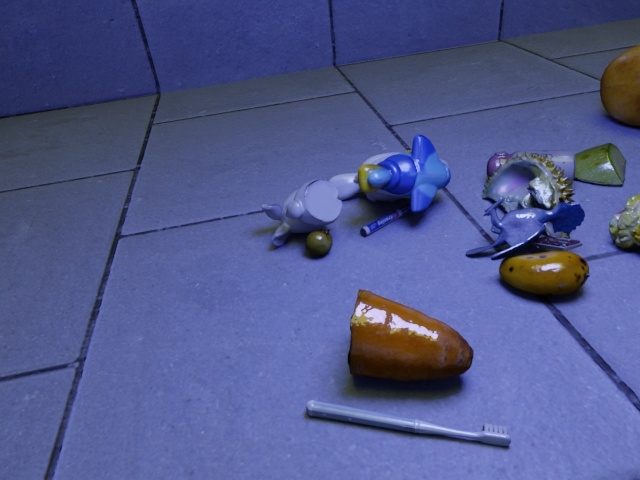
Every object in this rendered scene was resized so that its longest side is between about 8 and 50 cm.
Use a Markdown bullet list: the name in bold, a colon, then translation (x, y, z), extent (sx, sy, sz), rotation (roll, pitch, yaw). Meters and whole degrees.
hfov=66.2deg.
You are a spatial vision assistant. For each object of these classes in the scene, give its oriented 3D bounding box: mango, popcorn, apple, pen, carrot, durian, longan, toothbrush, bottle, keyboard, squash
- **mango**: translation (0.482, 0.070, 1.063), extent (0.177, 0.090, 0.115), rotation (0, 20, 15)
- **popcorn**: translation (0.754, -0.045, 1.156), extent (0.145, 0.126, 0.126), rotation (-15, 24, -29)
- **apple**: translation (1.125, -0.532, 1.669), extent (0.298, 0.299, 0.275), rotation (-16, 17, -14)
- **pen**: translation (0.192, -0.063, 1.369), extent (0.204, 0.025, 0.025), rotation (-28, 39, -29)
- **carrot**: translation (0.163, 0.183, 0.896), extent (0.224, 0.159, 0.159), rotation (7, 36, 16)
- **durian**: translation (0.561, -0.121, 1.287), extent (0.166, 0.172, 0.306), rotation (-34, 45, 3)
- **longan**: translation (0.000, 0.000, 1.263), extent (0.075, 0.083, 0.075), rotation (30, 22, -13)
- **toothbrush**: translation (0.140, 0.306, 0.831), extent (0.341, 0.025, 0.030), rotation (3, 28, 14)
- **bottle**: translation (0.609, -0.210, 1.438), extent (0.233, 0.110, 0.110), rotation (2, 35, 13)
- **keyboard**: translation (0.533, 0.003, 1.159), extent (0.055, 0.017, 0.166), rotation (-17, 10, -13)
- **squash**: translation (0.821, -0.247, 1.476), extent (0.184, 0.085, 0.192), rotation (13, 37, 25)

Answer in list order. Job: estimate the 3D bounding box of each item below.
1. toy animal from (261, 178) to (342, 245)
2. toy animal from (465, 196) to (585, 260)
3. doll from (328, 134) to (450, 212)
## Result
- **toy animal**: translation (-0.048, -0.077, 1.307), extent (0.193, 0.128, 0.178), rotation (-20, 3, 46)
- **toy animal**: translation (0.467, -0.025, 1.154), extent (0.176, 0.255, 0.239), rotation (44, 27, 9)
- **doll**: translation (0.224, -0.171, 1.379), extent (0.375, 0.187, 0.365), rotation (-28, 6, -1)
